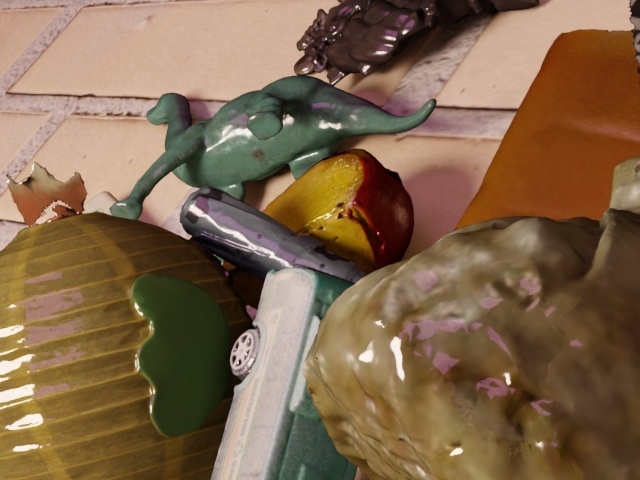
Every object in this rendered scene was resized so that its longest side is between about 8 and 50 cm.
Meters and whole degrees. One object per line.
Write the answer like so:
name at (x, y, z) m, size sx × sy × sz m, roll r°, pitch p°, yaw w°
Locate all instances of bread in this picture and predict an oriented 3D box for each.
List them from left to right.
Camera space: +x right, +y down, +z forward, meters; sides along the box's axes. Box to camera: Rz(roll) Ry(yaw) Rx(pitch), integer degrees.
bread at (0.176, -0.007, 0.959) m, size 0.138 × 0.077 × 0.361 m, roll 10°, pitch 56°, yaw 35°

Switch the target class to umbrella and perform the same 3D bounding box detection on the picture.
umbrella at (-0.006, 0.032, 1.024) m, size 0.250 × 0.053 × 0.052 m, roll 31°, pitch 27°, yaw 19°

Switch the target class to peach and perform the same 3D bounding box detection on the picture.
peach at (0.004, 0.005, 1.107) m, size 0.172 × 0.092 × 0.127 m, roll -42°, pitch 26°, yaw 9°

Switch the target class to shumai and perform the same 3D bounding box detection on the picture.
shumai at (0.181, 0.048, 0.684) m, size 0.288 × 0.330 × 0.292 m, roll -58°, pitch 13°, yaw -11°

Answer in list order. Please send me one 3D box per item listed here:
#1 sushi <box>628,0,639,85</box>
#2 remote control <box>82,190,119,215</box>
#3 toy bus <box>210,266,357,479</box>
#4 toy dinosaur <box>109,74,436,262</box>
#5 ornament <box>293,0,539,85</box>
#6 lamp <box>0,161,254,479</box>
sushi at (0.364, -0.146, 0.910) m, size 0.292 × 0.059 × 0.294 m, roll -6°, pitch 43°, yaw 13°
remote control at (-0.212, 0.016, 1.329) m, size 0.090 × 0.049 × 0.230 m, roll -40°, pitch 32°, yaw -7°
toy bus at (-0.022, 0.145, 0.901) m, size 0.109 × 0.091 × 0.262 m, roll -18°, pitch 55°, yaw 60°
toy dinosaur at (-0.048, -0.133, 1.328) m, size 0.383 × 0.129 × 0.331 m, roll -22°, pitch 28°, yaw 20°
ornament at (0.071, -0.244, 1.346) m, size 0.260 × 0.106 × 0.251 m, roll -36°, pitch 31°, yaw 12°
lamp at (-0.176, 0.077, 1.016) m, size 0.250 × 0.284 × 0.250 m, roll -18°, pitch -3°, yaw -1°
